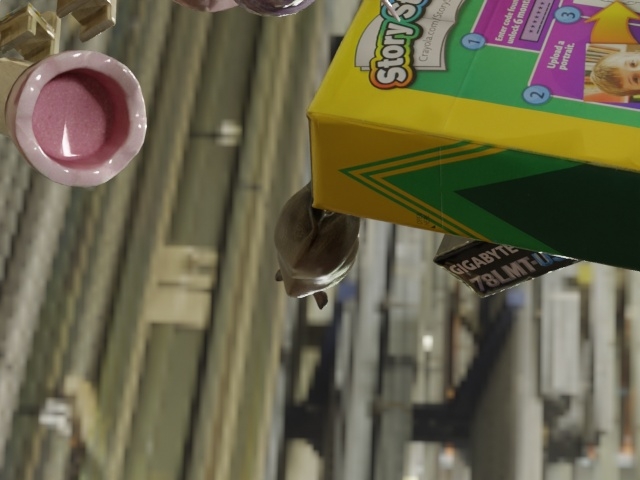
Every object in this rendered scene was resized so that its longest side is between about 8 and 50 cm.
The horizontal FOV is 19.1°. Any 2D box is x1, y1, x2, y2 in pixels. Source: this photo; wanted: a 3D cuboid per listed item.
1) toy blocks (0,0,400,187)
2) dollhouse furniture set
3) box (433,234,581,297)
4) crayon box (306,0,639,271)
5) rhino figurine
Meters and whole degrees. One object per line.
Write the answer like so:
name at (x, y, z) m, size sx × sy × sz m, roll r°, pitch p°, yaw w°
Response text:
toy blocks at (-0.105, -0.217, 0.858) m, size 0.309 × 0.288 × 0.260 m, roll -52°, pitch -153°, yaw -10°
dollhouse furniture set at (-0.361, -0.290, 1.973) m, size 0.212 × 0.242 × 0.161 m, roll 49°, pitch 23°, yaw -36°
box at (0.253, -0.112, 1.638) m, size 0.293 × 0.073 × 0.295 m, roll -25°, pitch -147°, yaw 55°
crayon box at (0.195, -0.150, 1.395) m, size 0.106 × 0.313 × 0.363 m, roll 83°, pitch 25°, yaw -46°
rhino figurine at (0.000, 0.000, 1.648) m, size 0.106 × 0.073 × 0.243 m, roll -61°, pitch 175°, yaw -13°
